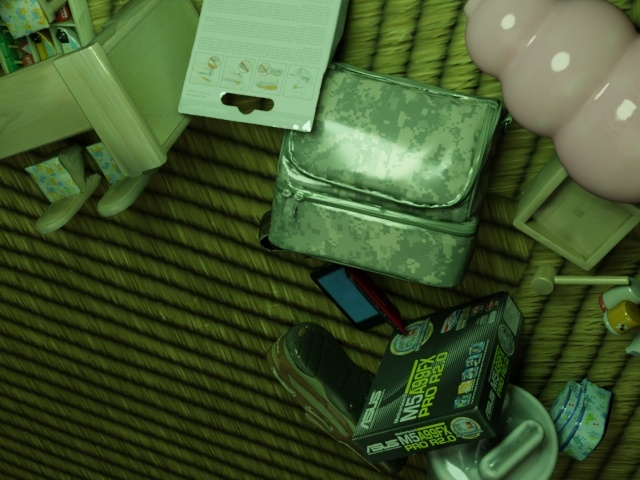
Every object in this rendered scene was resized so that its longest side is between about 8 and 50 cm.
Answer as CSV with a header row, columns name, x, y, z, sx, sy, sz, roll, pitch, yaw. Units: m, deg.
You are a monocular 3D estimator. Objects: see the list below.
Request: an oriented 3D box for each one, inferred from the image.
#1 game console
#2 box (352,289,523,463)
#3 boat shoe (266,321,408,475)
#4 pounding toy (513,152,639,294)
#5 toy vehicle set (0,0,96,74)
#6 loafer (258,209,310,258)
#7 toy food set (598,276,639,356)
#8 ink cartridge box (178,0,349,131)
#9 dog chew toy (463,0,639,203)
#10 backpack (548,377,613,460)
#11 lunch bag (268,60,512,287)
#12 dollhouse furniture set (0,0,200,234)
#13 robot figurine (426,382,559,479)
name,x,y,z,sx,sy,sz,roll,pitch,yaw
game console,0.058,0.102,1.520,0.085,0.124,0.144,-39,107,11
box,0.184,0.206,1.423,0.216,0.270,0.060,-21,115,34
boat shoe,0.030,0.284,1.655,0.120,0.122,0.324,-30,102,42
pounding toy,0.363,-0.016,1.299,0.181,0.094,0.206,31,132,-3
toy vehicle set,-0.434,-0.368,1.388,0.166,0.035,0.266,4,127,19
loafer,0.000,0.000,1.465,0.220,0.078,0.080,0,125,22
toy food set,0.465,0.132,1.348,0.232,0.111,0.104,17,139,-34
ink cartridge box,-0.071,-0.261,1.219,0.189,0.066,0.232,10,87,14
dog chew toy,0.316,-0.196,1.120,0.332,0.206,0.206,38,130,1
backpack,0.412,0.289,1.496,0.084,0.114,0.105,23,131,4
lunch bag,0.087,-0.105,1.279,0.305,0.212,0.255,15,113,10
dollhouse furniture set,-0.366,-0.191,1.304,0.394,0.256,0.362,-13,120,27
robot figurine,0.271,0.350,1.505,0.300,0.200,0.353,50,168,25
